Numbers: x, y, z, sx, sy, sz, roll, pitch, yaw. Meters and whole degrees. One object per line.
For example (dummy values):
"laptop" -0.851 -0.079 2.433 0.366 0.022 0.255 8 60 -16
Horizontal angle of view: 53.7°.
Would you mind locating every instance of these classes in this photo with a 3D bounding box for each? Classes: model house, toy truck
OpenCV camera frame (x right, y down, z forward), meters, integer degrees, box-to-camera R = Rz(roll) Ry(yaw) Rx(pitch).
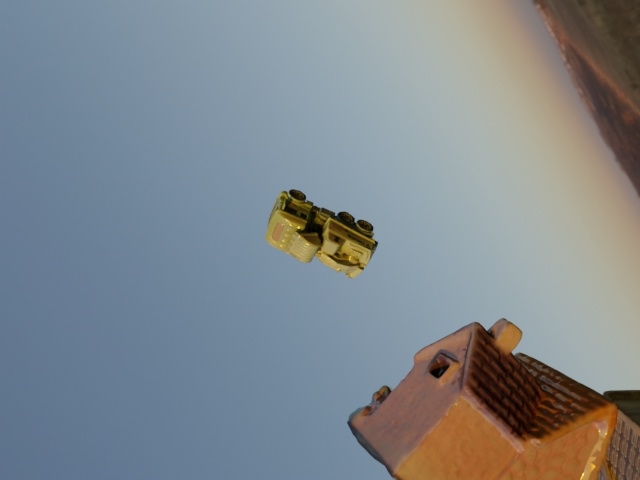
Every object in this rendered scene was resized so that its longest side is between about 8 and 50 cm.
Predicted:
"model house" 0.196 0.222 0.791 0.237 0.237 0.202 44 176 -15
"toy truck" 0.000 0.000 1.064 0.191 0.085 0.116 24 -149 -6

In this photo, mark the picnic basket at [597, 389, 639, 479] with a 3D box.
"picnic basket" 0.520 0.334 0.814 0.313 0.227 0.176 -112 23 -76
